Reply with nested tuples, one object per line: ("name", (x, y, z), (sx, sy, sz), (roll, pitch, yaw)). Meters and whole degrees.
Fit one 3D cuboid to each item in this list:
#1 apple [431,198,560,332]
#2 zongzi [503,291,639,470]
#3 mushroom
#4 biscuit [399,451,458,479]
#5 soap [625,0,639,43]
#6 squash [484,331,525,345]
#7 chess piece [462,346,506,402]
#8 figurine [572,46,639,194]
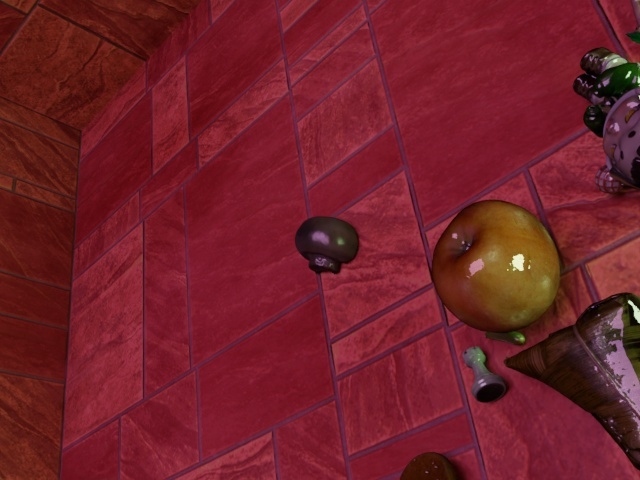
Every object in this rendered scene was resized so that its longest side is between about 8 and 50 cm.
("apple", (0.324, 0.045, 1.365), (0.253, 0.253, 0.253), (-23, 56, 40))
("zongzi", (0.447, 0.260, 1.194), (0.288, 0.134, 0.286), (-31, 49, 35))
("mushroom", (0.000, 0.000, 1.851), (0.188, 0.117, 0.141), (-4, 58, 52))
("biscuit", (0.169, 0.620, 1.394), (0.283, 0.064, 0.432), (14, 82, 59))
("soap", (0.658, -0.514, 1.348), (0.218, 0.098, 0.273), (-29, 51, 40))
("squash", (0.362, 0.186, 1.411), (0.083, 0.027, 0.027), (9, 80, 48))
("chess piece", (0.313, 0.257, 1.410), (0.067, 0.067, 0.103), (-46, 35, 24))
("figurine", (0.564, -0.214, 1.277), (0.370, 0.167, 0.281), (-106, 18, -49))
